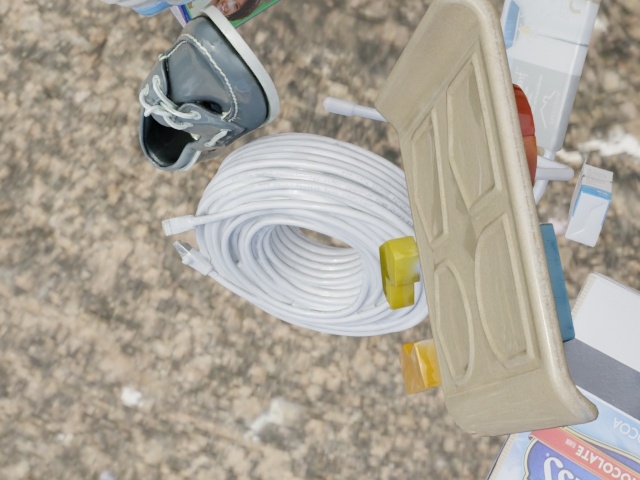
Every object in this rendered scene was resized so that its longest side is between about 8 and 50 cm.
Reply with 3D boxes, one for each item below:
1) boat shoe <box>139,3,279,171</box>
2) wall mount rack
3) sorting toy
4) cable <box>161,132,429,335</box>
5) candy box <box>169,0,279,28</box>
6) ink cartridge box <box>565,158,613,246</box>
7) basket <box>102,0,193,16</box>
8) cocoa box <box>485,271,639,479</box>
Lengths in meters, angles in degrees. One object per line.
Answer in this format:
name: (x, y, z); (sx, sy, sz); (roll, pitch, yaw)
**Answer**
boat shoe: (-0.120, -0.130, 1.150); (0.099, 0.319, 0.116); (-37, 91, -13)
wall mount rack: (0.160, -0.207, 1.276); (0.130, 0.304, 0.350); (-1, 109, -40)
sorting toy: (0.085, 0.005, 0.724); (0.041, 0.307, 0.229); (-12, 81, -10)
cable: (0.000, 0.000, 1.224); (0.257, 0.089, 0.257); (40, 140, -24)
candy box: (-0.109, -0.455, 1.610); (0.317, 0.268, 0.122); (-34, 155, -4)
ink cartridge box: (0.241, -0.035, 1.068); (0.028, 0.083, 0.048); (17, 119, 7)
basket: (-0.172, -0.312, 0.932); (0.201, 0.255, 0.289); (-17, 159, 16)
cocoa box: (0.369, 0.213, 1.051); (0.347, 0.231, 0.228); (29, 96, 36)
